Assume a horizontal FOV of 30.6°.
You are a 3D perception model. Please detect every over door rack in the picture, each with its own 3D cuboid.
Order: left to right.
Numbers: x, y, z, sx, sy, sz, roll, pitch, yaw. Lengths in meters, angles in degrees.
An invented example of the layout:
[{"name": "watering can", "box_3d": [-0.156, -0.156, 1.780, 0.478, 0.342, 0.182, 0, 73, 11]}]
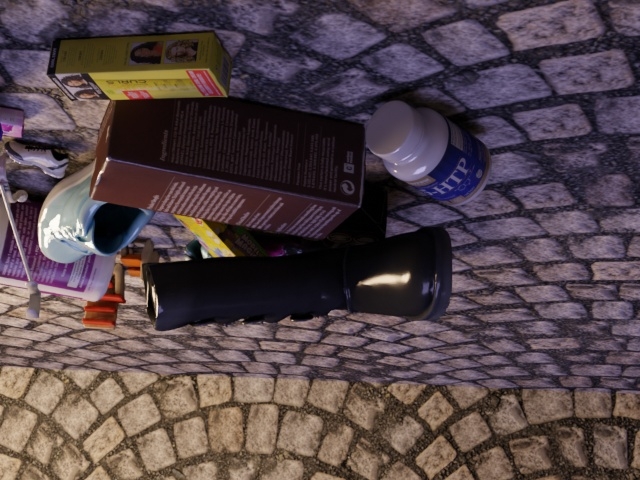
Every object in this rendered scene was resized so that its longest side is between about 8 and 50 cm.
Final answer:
[{"name": "over door rack", "box_3d": [-0.623, -0.013, 2.011, 0.239, 0.108, 0.324, -2, 127, 0]}]

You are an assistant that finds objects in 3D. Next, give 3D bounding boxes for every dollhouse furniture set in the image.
[{"name": "dollhouse furniture set", "box_3d": [-0.471, 0.086, 2.430, 0.262, 0.135, 0.259, 4, 161, 3]}]

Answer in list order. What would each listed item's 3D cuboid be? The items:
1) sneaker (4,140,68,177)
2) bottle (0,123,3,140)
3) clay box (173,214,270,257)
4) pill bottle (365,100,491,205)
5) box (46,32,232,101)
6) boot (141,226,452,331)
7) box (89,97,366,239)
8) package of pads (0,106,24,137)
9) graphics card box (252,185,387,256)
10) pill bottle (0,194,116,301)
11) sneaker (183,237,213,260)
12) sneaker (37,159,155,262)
[{"name": "sneaker", "box_3d": [-0.466, -0.143, 1.928, 0.109, 0.040, 0.044, 21, 125, -24]}, {"name": "bottle", "box_3d": [-0.586, -0.161, 1.773, 0.283, 0.092, 0.118, -5, 125, 50]}, {"name": "clay box", "box_3d": [-0.173, -0.009, 2.053, 0.222, 0.053, 0.127, 49, 162, -16]}, {"name": "pill bottle", "box_3d": [0.154, -0.129, 1.692, 0.112, 0.112, 0.186, -12, 155, 39]}, {"name": "box", "box_3d": [-0.242, -0.231, 1.571, 0.232, 0.058, 0.087, 0, 160, 13]}, {"name": "boot", "box_3d": [-0.049, 0.063, 1.846, 0.445, 0.146, 0.367, 1, 170, -12]}, {"name": "box", "box_3d": [-0.142, -0.116, 1.766, 0.381, 0.143, 0.191, 9, 162, -17]}, {"name": "package of pads", "box_3d": [-0.499, -0.186, 1.805, 0.083, 0.032, 0.050, 9, 161, -13]}, {"name": "graphics card box", "box_3d": [0.000, 0.000, 2.135, 0.232, 0.094, 0.371, 5, 160, 1]}, {"name": "pill bottle", "box_3d": [-0.541, 0.008, 2.172, 0.301, 0.169, 0.169, 12, 160, -22]}, {"name": "sneaker", "box_3d": [-0.216, 0.038, 2.325, 0.122, 0.110, 0.283, 40, 159, -12]}, {"name": "sneaker", "box_3d": [-0.382, -0.029, 1.948, 0.135, 0.150, 0.366, 26, 140, -24]}]
